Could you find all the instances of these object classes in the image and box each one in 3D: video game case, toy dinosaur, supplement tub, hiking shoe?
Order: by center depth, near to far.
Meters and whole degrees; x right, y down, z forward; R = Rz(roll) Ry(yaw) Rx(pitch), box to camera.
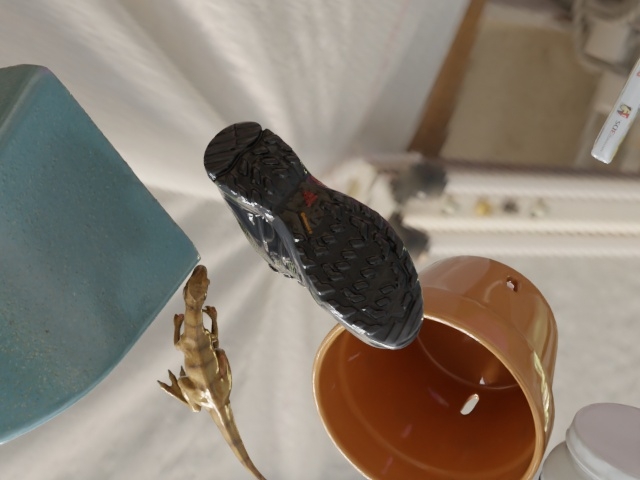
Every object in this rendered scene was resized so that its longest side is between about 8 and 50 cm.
[{"bbox_3d":[0.000,0.000,1.416,0.086,0.227,0.114,-41,-10,-8],"label":"hiking shoe"},{"bbox_3d":[-0.092,0.126,1.467,0.064,0.112,0.211,-22,-79,-15],"label":"toy dinosaur"},{"bbox_3d":[0.355,-0.208,1.823,0.206,0.026,0.227,-66,-6,30],"label":"video game case"},{"bbox_3d":[0.324,0.344,1.996,0.191,0.191,0.272,-6,-57,-42],"label":"supplement tub"}]

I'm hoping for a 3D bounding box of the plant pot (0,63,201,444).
[{"bbox_3d":[-0.301,0.035,1.466,0.248,0.247,0.252,53,-130,-35],"label":"plant pot"}]

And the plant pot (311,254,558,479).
[{"bbox_3d":[0.163,0.152,2.100,0.203,0.291,0.290,-49,-36,-49],"label":"plant pot"}]
